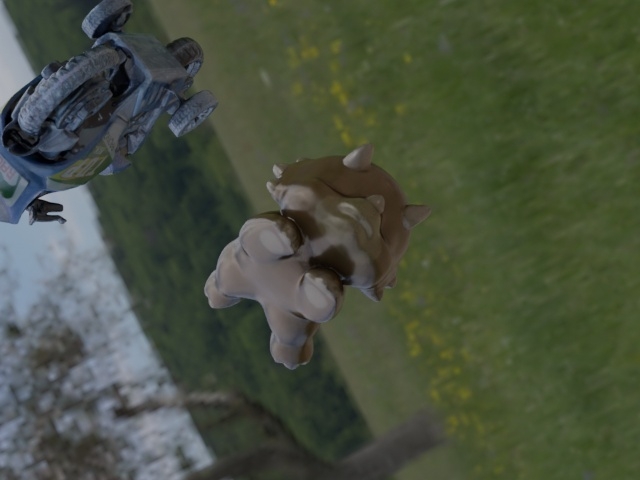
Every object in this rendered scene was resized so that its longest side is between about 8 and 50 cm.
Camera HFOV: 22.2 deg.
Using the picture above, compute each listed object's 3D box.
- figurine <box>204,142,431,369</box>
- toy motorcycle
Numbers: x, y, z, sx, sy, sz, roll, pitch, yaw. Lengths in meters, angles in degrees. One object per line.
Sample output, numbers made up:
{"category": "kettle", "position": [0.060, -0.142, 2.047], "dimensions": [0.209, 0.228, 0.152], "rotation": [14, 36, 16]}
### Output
{"category": "figurine", "position": [0.004, 0.001, 1.722], "dimensions": [0.177, 0.173, 0.247], "rotation": [39, 148, 12]}
{"category": "toy motorcycle", "position": [-0.143, -0.072, 0.996], "dimensions": [0.092, 0.135, 0.254], "rotation": [48, -166, 2]}
